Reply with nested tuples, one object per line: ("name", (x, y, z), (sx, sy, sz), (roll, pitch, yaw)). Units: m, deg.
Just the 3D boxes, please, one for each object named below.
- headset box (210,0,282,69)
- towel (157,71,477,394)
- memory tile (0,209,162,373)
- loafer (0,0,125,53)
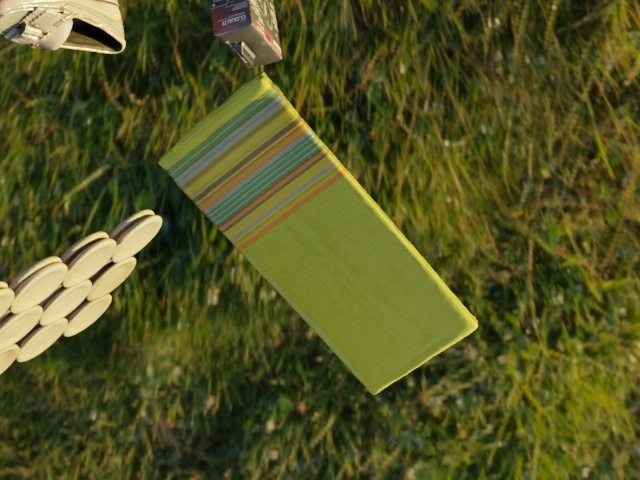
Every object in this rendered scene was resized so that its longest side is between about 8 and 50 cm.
("headset box", (-0.056, -0.171, 0.879), (0.032, 0.083, 0.062), (-13, 161, 16))
("towel", (0.000, 0.000, 0.832), (0.102, 0.021, 0.237), (-35, 107, 23))
("memory tile", (-0.156, 0.038, 0.650), (0.012, 0.148, 0.113), (47, 130, 10))
("loafer", (-0.172, -0.144, 0.792), (0.045, 0.125, 0.039), (-27, 86, 29))
